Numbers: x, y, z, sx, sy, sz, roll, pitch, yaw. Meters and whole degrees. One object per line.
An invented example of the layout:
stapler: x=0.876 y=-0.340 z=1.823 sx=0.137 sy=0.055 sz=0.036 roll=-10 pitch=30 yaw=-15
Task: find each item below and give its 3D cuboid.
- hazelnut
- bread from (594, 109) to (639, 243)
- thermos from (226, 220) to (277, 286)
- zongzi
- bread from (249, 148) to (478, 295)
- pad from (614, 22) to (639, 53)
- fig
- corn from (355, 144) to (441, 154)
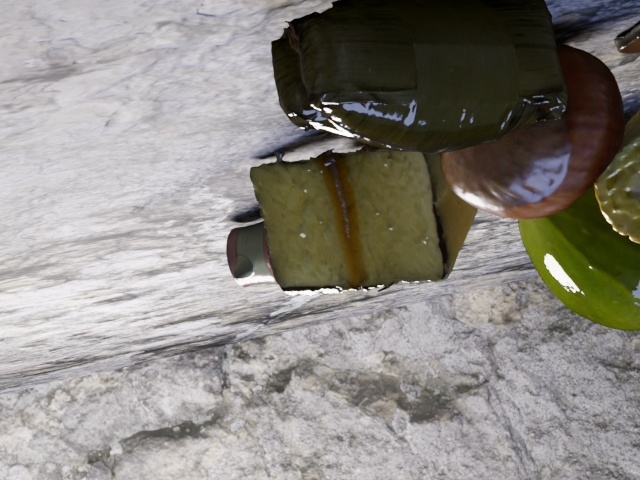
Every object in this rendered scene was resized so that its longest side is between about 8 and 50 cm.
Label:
hazelnut: x=0.238 y=-0.118 z=1.735 sx=0.214 sy=0.176 sz=0.214 roll=-19 pitch=152 yaw=-10
bread: x=0.476 y=-0.124 z=1.899 sx=0.236 sy=0.165 sz=0.375 roll=-28 pitch=-178 yaw=32
thermos: x=0.000 y=0.000 z=2.268 sx=0.265 sy=0.146 sz=0.176 roll=-10 pitch=-161 yaw=26
zongzi: x=0.047 y=-0.140 z=1.502 sx=0.273 sy=0.145 sz=0.300 roll=-4 pitch=174 yaw=-28
bread: x=0.056 y=-0.024 z=1.917 sx=0.266 sy=0.178 sz=0.142 roll=-4 pitch=178 yaw=39
pad: x=0.506 y=-0.269 z=1.743 sx=0.286 sy=0.018 sz=0.284 roll=-8 pitch=168 yaw=-28
fig: x=0.420 y=-0.025 z=2.274 sx=0.316 sy=0.316 sz=0.316 roll=-13 pitch=170 yaw=-2
corn: x=0.126 y=-0.102 z=1.932 sx=0.101 sy=0.101 sz=0.291 roll=-5 pitch=167 yaw=-42
